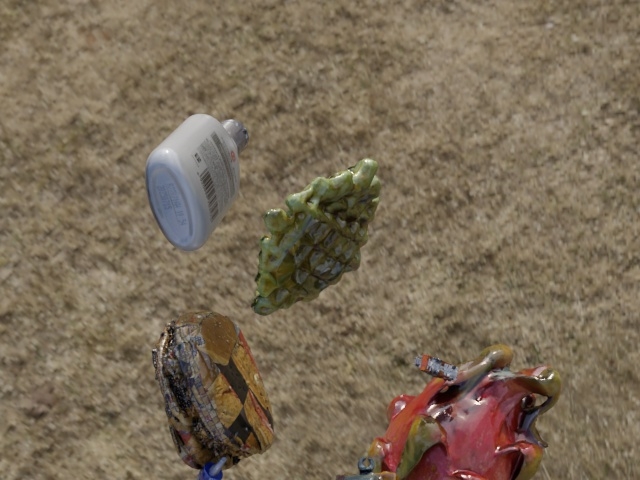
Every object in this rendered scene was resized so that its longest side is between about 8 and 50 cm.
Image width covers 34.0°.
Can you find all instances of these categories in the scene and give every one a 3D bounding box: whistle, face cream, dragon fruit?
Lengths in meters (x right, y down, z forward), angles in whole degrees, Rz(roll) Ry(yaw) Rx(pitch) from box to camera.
[{"bbox_3d":[-0.147,0.311,1.383,0.029,0.083,0.033,42,34,3],"label":"whistle"},{"bbox_3d":[-0.157,-0.099,1.414,0.071,0.144,0.291,-10,22,16],"label":"face cream"},{"bbox_3d":[0.207,0.293,1.499,0.307,0.243,0.227,-26,46,-10],"label":"dragon fruit"}]

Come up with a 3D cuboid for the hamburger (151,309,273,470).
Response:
[{"bbox_3d":[-0.146,0.203,1.443,0.106,0.231,0.231,-22,56,19],"label":"hamburger"}]

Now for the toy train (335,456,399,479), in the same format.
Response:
[{"bbox_3d":[0.061,0.392,1.348,0.089,0.127,0.219,-8,56,21],"label":"toy train"}]

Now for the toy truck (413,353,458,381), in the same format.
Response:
[{"bbox_3d":[0.158,0.173,1.403,0.032,0.083,0.024,-3,70,42],"label":"toy truck"}]

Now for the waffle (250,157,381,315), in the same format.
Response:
[{"bbox_3d":[0.002,0.001,1.379,0.054,0.223,0.204,38,50,27],"label":"waffle"}]
